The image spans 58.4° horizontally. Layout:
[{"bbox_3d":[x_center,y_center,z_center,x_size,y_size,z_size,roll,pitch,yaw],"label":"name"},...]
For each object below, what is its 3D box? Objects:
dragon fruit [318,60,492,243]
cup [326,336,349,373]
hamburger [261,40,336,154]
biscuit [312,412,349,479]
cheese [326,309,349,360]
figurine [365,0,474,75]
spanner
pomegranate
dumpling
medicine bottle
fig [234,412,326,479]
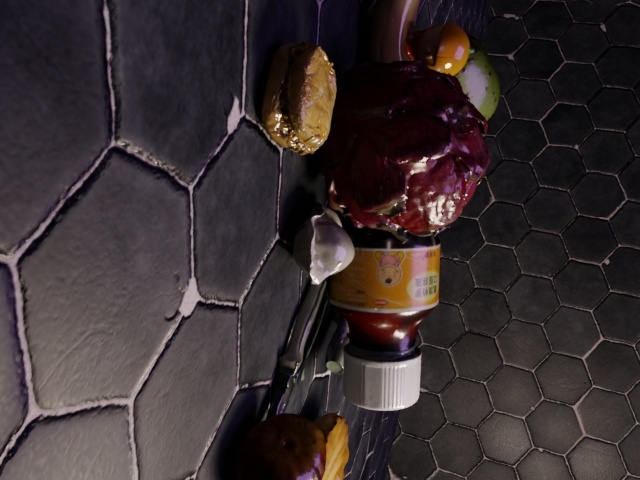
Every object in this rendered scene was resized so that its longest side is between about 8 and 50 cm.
[{"bbox_3d":[0.144,-0.167,1.034,0.329,0.329,0.329,12,90,-73],"label":"dragon fruit"},{"bbox_3d":[0.051,0.280,1.427,0.083,0.054,0.075,-56,153,-46],"label":"cup"},{"bbox_3d":[-0.028,-0.203,0.823,0.138,0.083,0.147,22,78,-68],"label":"hamburger"},{"bbox_3d":[-0.018,0.556,1.311,0.326,0.107,0.326,10,90,-76],"label":"biscuit"},{"bbox_3d":[0.073,0.172,1.391,0.163,0.082,0.286,82,29,-45],"label":"cheese"},{"bbox_3d":[0.191,-0.377,1.157,0.124,0.222,0.324,-45,144,-56],"label":"figurine"},{"bbox_3d":[-0.045,0.218,1.111,0.095,0.040,0.325,77,29,-55],"label":"spanner"},{"bbox_3d":[0.270,-0.356,1.434,0.341,0.285,0.285,-46,159,-2],"label":"pomegranate"},{"bbox_3d":[0.000,0.000,1.021,0.188,0.108,0.127,-43,118,-62],"label":"dumpling"},{"bbox_3d":[0.139,0.152,1.236,0.242,0.242,0.395,-28,117,-68],"label":"medicine bottle"},{"bbox_3d":[-0.072,0.395,0.959,0.149,0.148,0.202,4,98,-71],"label":"fig"}]
